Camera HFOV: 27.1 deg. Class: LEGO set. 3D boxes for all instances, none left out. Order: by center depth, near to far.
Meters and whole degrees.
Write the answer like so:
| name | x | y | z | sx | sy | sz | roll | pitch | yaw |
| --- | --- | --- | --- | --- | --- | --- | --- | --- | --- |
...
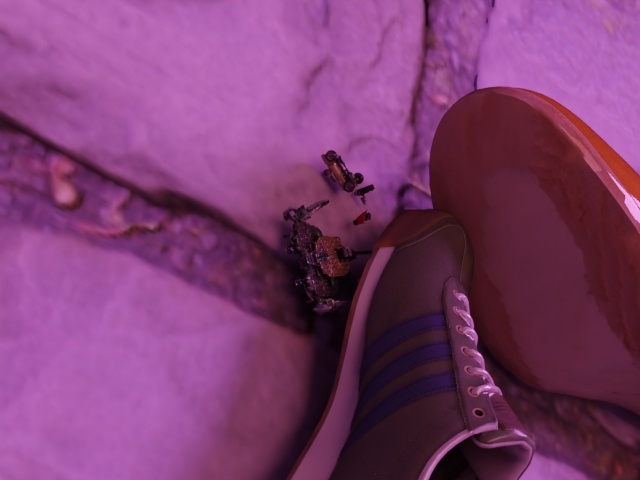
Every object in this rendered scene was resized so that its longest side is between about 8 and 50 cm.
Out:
| name | x | y | z | sx | sy | sz | roll | pitch | yaw |
| --- | --- | --- | --- | --- | --- | --- | --- | --- | --- |
| LEGO set | 0.002 | 0.001 | 0.570 | 0.054 | 0.023 | 0.083 | 54 | 35 | -17 |

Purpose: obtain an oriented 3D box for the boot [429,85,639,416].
| name | x | y | z | sx | sy | sz | roll | pitch | yaw |
| --- | --- | --- | --- | --- | --- | --- | --- | --- | --- |
| boot | 0.175 | 0.003 | 0.675 | 0.295 | 0.104 | 0.211 | 55 | 43 | -19 |

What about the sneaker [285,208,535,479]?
| name | x | y | z | sx | sy | sz | roll | pitch | yaw |
| --- | --- | --- | --- | --- | --- | --- | --- | --- | --- |
| sneaker | 0.048 | 0.071 | 0.527 | 0.064 | 0.086 | 0.192 | 61 | 43 | -44 |
